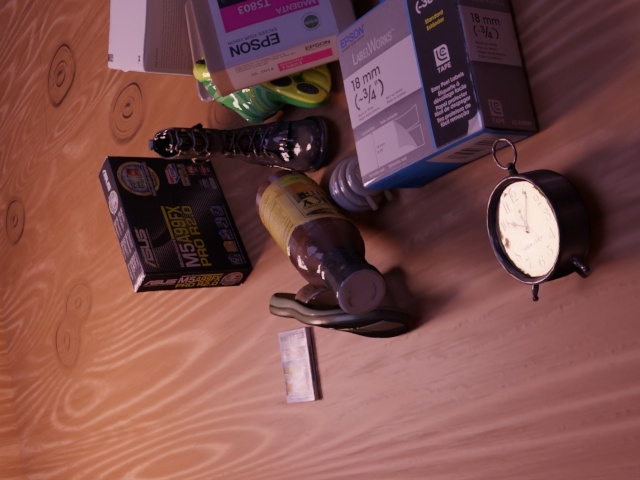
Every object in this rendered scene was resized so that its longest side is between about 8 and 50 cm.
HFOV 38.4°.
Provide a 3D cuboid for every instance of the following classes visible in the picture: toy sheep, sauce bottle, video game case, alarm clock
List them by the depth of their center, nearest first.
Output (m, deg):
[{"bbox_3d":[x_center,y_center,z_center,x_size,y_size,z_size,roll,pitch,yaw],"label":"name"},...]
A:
[{"bbox_3d":[0.248,-0.035,1.073,0.192,0.064,0.129,67,152,13],"label":"alarm clock"},{"bbox_3d":[0.055,-0.080,1.348,0.132,0.091,0.091,-30,67,57],"label":"toy sheep"},{"bbox_3d":[0.000,0.000,1.352,0.344,0.111,0.111,-130,49,-57],"label":"sauce bottle"},{"bbox_3d":[-0.038,0.212,1.557,0.087,0.011,0.122,-19,76,53],"label":"video game case"}]

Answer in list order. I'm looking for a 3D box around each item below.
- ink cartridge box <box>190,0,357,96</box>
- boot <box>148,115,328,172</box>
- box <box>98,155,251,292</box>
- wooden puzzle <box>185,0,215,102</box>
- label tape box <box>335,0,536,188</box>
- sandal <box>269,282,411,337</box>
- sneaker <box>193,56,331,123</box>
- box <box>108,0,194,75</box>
[{"bbox_3d":[-0.072,-0.348,1.384,0.088,0.234,0.193,67,-174,-73],"label":"ink cartridge box"},{"bbox_3d":[-0.136,-0.153,1.489,0.263,0.229,0.091,-1,91,55],"label":"boot"},{"bbox_3d":[-0.270,-0.035,1.700,0.060,0.216,0.270,-53,50,42],"label":"box"},{"bbox_3d":[-0.160,-0.395,1.681,0.238,0.044,0.221,-25,71,48],"label":"wooden puzzle"},{"bbox_3d":[0.133,-0.260,1.207,0.240,0.105,0.334,-24,72,52],"label":"label tape box"},{"bbox_3d":[0.017,0.090,1.390,0.302,0.120,0.086,7,84,55],"label":"sandal"},{"bbox_3d":[-0.085,-0.261,1.540,0.295,0.109,0.123,18,149,42],"label":"sneaker"},{"bbox_3d":[-0.339,-0.429,1.862,0.181,0.119,0.182,18,107,53],"label":"box"}]
